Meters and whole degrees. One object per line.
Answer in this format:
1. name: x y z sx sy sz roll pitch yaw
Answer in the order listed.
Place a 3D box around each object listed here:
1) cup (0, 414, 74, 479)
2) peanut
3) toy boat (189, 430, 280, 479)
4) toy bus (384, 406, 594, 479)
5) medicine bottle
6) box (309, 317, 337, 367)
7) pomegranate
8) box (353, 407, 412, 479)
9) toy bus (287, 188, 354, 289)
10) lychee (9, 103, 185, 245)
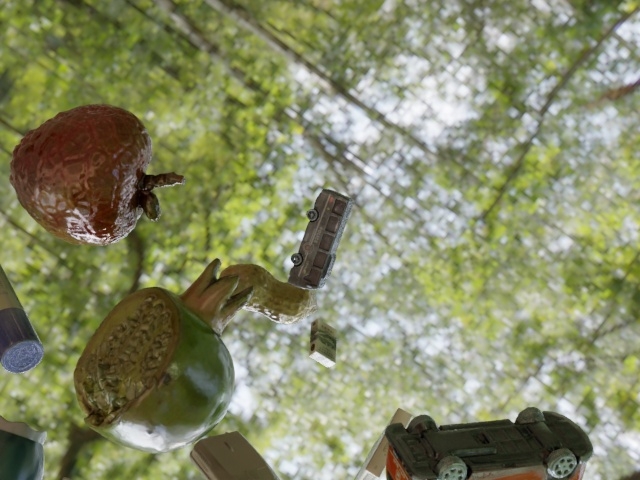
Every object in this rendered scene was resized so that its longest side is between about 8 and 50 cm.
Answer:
1. cup: -0.585 0.418 2.202 0.167 0.300 0.173 69 38 -70
2. peanut: -0.101 0.108 2.376 0.098 0.229 0.103 -32 -138 50
3. toy boat: -0.154 0.501 2.380 0.141 0.141 0.269 -49 -127 18
4. toy bus: 0.216 0.295 1.542 0.121 0.265 0.119 -126 -142 -58
5. medicine bottle: -0.428 0.081 1.572 0.059 0.059 0.231 -51 -132 12
6. box: 0.006 0.198 2.310 0.024 0.054 0.083 -37 -146 34
7. pomegranate: -0.238 0.209 2.040 0.358 0.216 0.310 -45 -151 -6
8. box: 0.086 0.324 1.775 0.109 0.029 0.198 -58 174 -24
9. toy bus: 0.000 0.000 1.925 0.047 0.065 0.166 -5 115 -74
10. lychee: -0.389 -0.115 2.080 0.255 0.300 0.255 -171 -90 -79
